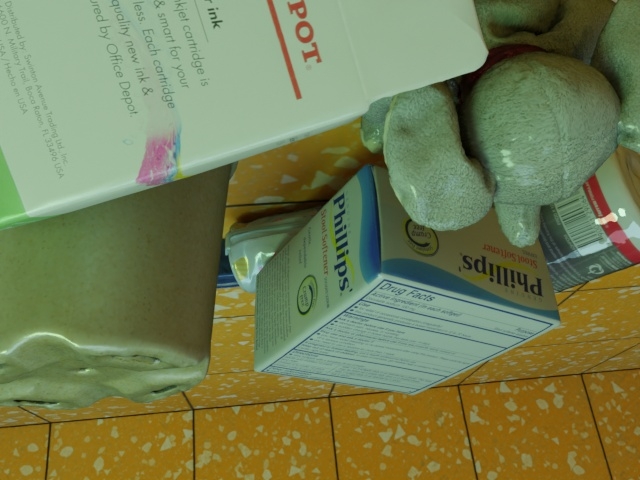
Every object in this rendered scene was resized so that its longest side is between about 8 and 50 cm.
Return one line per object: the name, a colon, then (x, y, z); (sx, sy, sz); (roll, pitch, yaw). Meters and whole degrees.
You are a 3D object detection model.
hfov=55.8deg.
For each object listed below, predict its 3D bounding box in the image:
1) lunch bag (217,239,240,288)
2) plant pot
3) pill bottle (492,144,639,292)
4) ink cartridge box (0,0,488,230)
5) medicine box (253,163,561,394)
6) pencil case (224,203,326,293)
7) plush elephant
lunch bag: (-0.154, 0.040, 0.992); (0.098, 0.067, 0.065); (-3, 155, -10)
plant pot: (-0.226, -0.006, 0.601); (0.334, 0.305, 0.334); (-5, 155, -3)
pill bottle: (0.313, -0.007, 0.881); (0.176, 0.176, 0.318); (17, 146, -41)
ink cartridge box: (-0.097, -0.147, 0.393); (0.353, 0.207, 0.119); (-17, -173, 0)
medicine box: (0.093, 0.072, 0.771); (0.263, 0.149, 0.289); (16, 142, -28)
pencil case: (0.000, 0.000, 0.891); (0.273, 0.113, 0.124); (-13, 161, 15)
plush elephant: (0.163, -0.116, 0.520); (0.272, 0.255, 0.330); (-10, 154, 7)
